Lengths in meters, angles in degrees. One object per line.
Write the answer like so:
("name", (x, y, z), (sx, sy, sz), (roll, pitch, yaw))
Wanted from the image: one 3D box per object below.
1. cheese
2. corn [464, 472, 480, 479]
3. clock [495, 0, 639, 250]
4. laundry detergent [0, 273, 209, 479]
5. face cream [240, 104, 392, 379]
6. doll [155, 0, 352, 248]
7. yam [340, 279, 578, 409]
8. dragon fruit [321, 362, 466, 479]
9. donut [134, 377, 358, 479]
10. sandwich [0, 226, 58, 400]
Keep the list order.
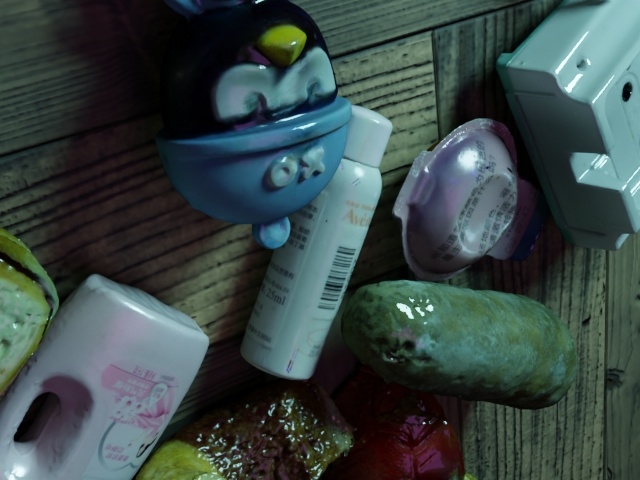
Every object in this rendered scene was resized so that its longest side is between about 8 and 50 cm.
("cheese", (0.172, -0.034, 1.032), (0.286, 0.074, 0.189), (10, 106, -49))
("corn", (0.200, 0.382, 1.190), (0.130, 0.130, 0.347), (-50, 130, -6))
("clock", (0.332, -0.149, 1.046), (0.231, 0.116, 0.262), (-45, 128, -20))
("laundry detergent", (-0.237, 0.197, 0.851), (0.159, 0.088, 0.335), (33, 90, -38))
("face cream", (0.000, 0.000, 0.928), (0.082, 0.082, 0.269), (12, 103, -36))
("doll", (-0.059, -0.140, 0.796), (0.177, 0.141, 0.314), (-21, 116, -31))
("yam", (0.148, 0.107, 1.018), (0.330, 0.133, 0.133), (15, 101, -43))
("dragon fruit", (0.075, 0.213, 1.045), (0.120, 0.127, 0.161), (-26, 122, -32))
("donut", (-0.097, 0.228, 0.929), (0.295, 0.151, 0.112), (-37, 112, -54))
("sandwich", (-0.376, 0.069, 0.702), (0.301, 0.099, 0.271), (34, 84, -35))
